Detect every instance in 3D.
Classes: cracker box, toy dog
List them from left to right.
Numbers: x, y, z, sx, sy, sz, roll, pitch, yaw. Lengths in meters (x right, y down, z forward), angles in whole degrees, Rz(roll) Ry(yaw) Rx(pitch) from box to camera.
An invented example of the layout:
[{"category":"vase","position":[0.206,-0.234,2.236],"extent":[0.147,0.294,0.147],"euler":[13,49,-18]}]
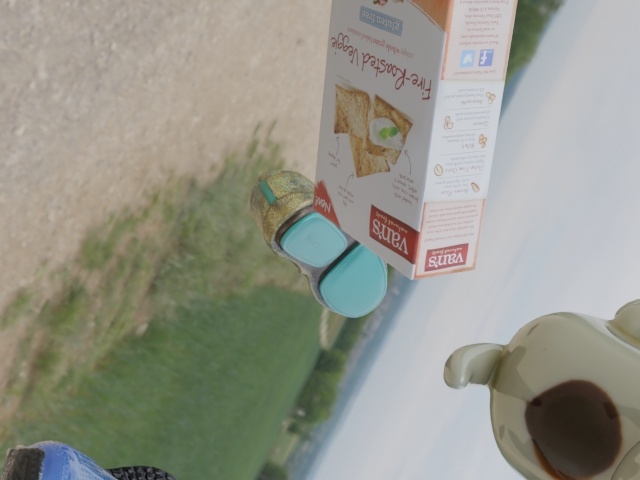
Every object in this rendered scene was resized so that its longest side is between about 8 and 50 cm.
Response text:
[{"category":"cracker box","position":[0.066,-0.106,0.816],"extent":[0.155,0.067,0.232],"euler":[36,-52,52]},{"category":"toy dog","position":[0.343,0.210,1.033],"extent":[0.285,0.395,0.408],"euler":[-57,-164,9]}]

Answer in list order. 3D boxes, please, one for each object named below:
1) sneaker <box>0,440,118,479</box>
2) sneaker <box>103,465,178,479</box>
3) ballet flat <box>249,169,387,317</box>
[{"category":"sneaker","position":[-0.057,0.208,0.606],"extent":[0.147,0.330,0.130],"euler":[-25,-141,15]},{"category":"sneaker","position":[-0.322,0.393,1.554],"extent":[0.124,0.283,0.107],"euler":[-41,-138,45]},{"category":"ballet flat","position":[0.000,0.000,1.444],"extent":[0.123,0.123,0.348],"euler":[-63,152,-10]}]
